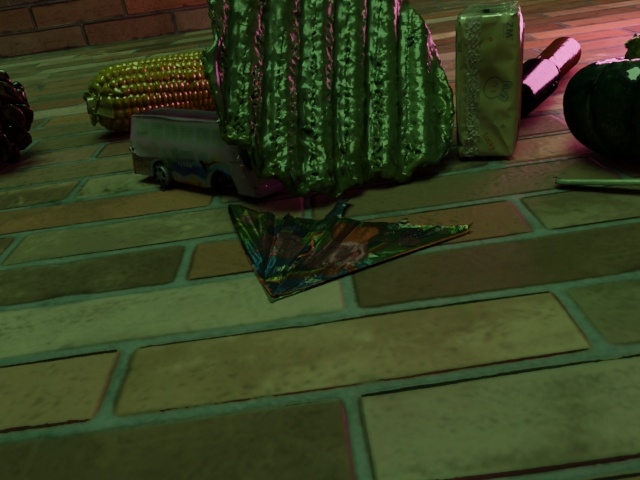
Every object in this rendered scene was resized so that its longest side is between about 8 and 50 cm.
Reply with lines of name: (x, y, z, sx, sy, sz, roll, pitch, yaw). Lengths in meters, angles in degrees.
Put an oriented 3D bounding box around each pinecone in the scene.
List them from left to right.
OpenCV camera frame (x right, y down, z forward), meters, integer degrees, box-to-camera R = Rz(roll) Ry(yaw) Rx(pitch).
pinecone: (-0.629, -0.236, 1.076, 0.207, 0.208, 0.208, -6, 28, 3)

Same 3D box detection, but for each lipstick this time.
lipstick: (0.411, -0.309, 1.071, 0.077, 0.077, 0.418, 10, 31, 30)

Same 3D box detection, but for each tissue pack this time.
tissue pack: (0.245, -0.234, 0.843, 0.092, 0.196, 0.148, 3, 28, 18)

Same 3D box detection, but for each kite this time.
kite: (0.000, 0.000, 0.663, 0.320, 0.016, 0.234, 5, 30, 23)

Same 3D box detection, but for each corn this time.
corn: (-0.301, -0.328, 1.233, 0.387, 0.144, 0.144, -21, 30, -22)

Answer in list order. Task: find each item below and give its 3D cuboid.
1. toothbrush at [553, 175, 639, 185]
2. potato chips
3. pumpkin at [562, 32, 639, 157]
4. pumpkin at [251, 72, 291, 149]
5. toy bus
toothbrush: (0.418, -0.063, 0.654, 0.294, 0.028, 0.026, 9, 11, 29)
potato chips: (0.016, -0.266, 0.798, 0.358, 0.430, 0.070, 4, -14, -22)
pumpkin: (0.429, -0.191, 0.761, 0.211, 0.152, 0.212, -5, 23, 2)
pumpkin: (-0.010, -0.228, 0.938, 0.232, 0.163, 0.233, -10, 27, 5)
toy bus: (-0.171, -0.133, 0.867, 0.273, 0.112, 0.090, 12, 26, 33)
